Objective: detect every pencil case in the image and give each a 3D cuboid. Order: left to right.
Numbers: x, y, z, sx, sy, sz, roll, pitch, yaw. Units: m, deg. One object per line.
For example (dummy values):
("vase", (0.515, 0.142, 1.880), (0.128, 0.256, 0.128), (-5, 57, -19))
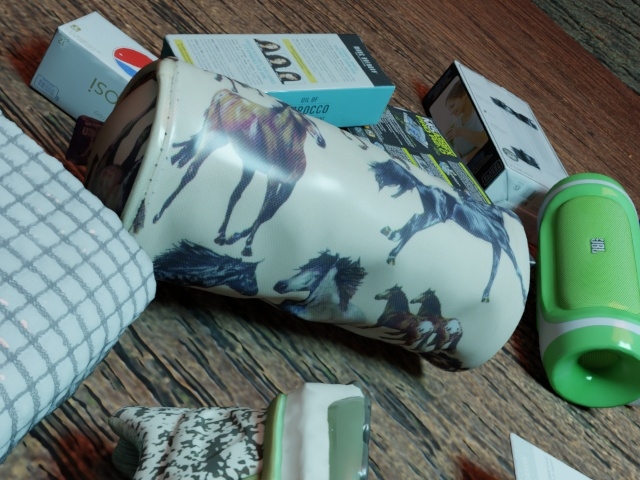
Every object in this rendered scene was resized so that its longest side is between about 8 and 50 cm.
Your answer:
("pencil case", (0.000, 0.000, 0.680), (0.410, 0.183, 0.160), (19, 41, -35))

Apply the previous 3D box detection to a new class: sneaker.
("sneaker", (-0.082, 0.229, 0.375), (0.182, 0.158, 0.410), (6, 35, 5))

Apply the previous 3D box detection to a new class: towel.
("towel", (-0.260, 0.011, 0.439), (0.283, 0.121, 0.235), (40, 32, -2))

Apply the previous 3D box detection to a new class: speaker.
("speaker", (0.325, 0.049, 0.983), (0.131, 0.131, 0.296), (31, 41, -15))

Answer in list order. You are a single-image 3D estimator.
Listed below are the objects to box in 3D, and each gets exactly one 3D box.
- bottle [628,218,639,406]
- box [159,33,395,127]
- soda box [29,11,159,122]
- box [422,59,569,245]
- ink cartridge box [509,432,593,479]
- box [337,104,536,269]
("bottle", (0.425, 0.086, 1.057), (0.092, 0.118, 0.283), (19, 47, 13))
("box", (-0.047, -0.174, 0.901), (0.244, 0.060, 0.100), (-8, 53, -31))
("soda box", (-0.154, -0.115, 0.765), (0.216, 0.069, 0.074), (37, 30, -6))
("box", (0.271, -0.134, 1.238), (0.169, 0.087, 0.290), (22, 35, -27))
("ink cartridge box", (0.235, 0.315, 0.636), (0.239, 0.060, 0.275), (30, 32, -15))
("box", (0.115, -0.061, 0.999), (0.216, 0.060, 0.270), (7, 44, -44))
